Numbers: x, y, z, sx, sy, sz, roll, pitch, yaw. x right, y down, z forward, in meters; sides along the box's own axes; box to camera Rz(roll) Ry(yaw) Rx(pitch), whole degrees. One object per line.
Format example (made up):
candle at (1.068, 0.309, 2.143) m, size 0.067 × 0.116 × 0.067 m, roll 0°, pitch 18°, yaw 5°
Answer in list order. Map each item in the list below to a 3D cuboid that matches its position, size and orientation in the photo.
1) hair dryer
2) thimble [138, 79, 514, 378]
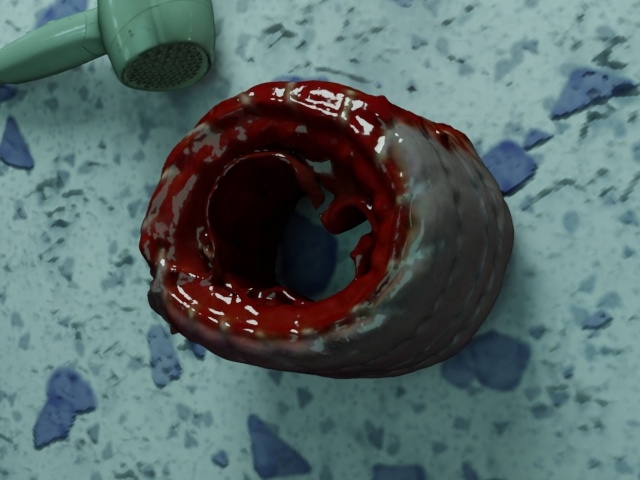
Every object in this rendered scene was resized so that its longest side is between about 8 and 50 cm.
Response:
hair dryer at (-0.179, -0.173, 0.884) m, size 0.237 × 0.075 × 0.206 m, roll -24°, pitch 68°, yaw 33°
thimble at (0.005, -0.004, 0.726) m, size 0.189 × 0.125 × 0.163 m, roll -4°, pitch 82°, yaw 28°
